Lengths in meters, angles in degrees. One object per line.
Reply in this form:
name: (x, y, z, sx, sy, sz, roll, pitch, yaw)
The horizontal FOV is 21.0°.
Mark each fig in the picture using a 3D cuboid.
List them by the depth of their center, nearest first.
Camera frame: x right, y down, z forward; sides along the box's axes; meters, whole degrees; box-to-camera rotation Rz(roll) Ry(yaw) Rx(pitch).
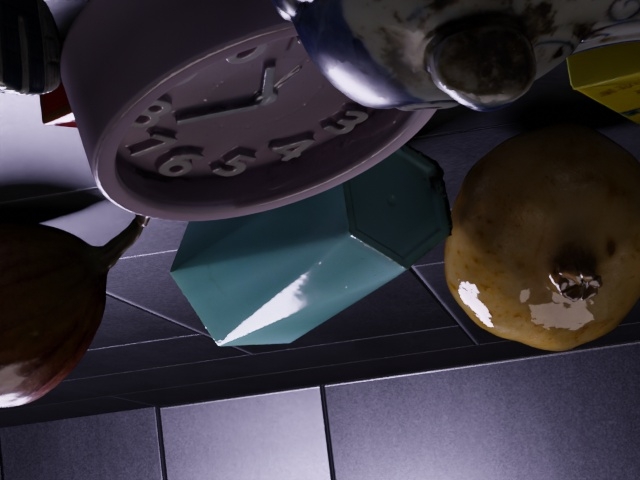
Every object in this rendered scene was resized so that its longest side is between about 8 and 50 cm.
fig: (-0.252, 0.048, 1.499, 0.149, 0.148, 0.202, 26, -130, 36)

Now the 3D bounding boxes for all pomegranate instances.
pomegranate: (0.186, 0.000, 1.367, 0.196, 0.196, 0.196, -7, 170, -1)

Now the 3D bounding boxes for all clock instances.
clock: (-0.033, -0.087, 0.907, 0.197, 0.068, 0.197, -17, 156, -8)

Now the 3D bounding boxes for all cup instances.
cup: (0.000, 0.000, 1.409, 0.148, 0.134, 0.236, -3, 169, -37)

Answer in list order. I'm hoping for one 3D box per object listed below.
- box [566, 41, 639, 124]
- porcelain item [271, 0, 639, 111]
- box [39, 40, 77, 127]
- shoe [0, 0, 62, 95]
box: (0.288, -0.114, 1.214, 0.153, 0.041, 0.279, -13, 169, 25)
porcelain item: (0.113, -0.139, 0.757, 0.288, 0.138, 0.186, -10, -172, -8)
box: (-0.069, -0.096, 1.046, 0.175, 0.048, 0.112, 2, 166, -43)
shoe: (-0.194, -0.102, 0.884, 0.143, 0.064, 0.071, 7, 163, -44)
